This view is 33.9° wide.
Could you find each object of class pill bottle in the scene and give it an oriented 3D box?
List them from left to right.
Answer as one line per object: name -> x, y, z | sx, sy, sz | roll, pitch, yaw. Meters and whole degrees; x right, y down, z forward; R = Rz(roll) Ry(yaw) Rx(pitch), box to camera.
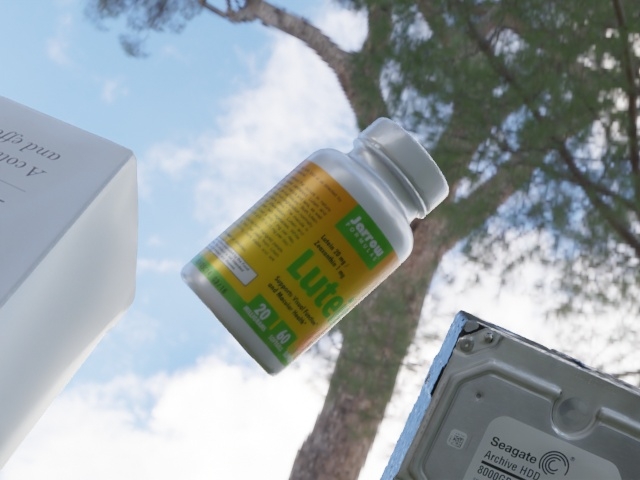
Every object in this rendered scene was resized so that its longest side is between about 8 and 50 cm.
pill bottle -> 0.000, 0.000, 0.996 | 0.136, 0.245, 0.136 | 47, -7, 8

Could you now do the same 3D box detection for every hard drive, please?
hard drive -> 0.157, 0.259, 0.898 | 0.237, 0.064, 0.339 | 25, -86, -3

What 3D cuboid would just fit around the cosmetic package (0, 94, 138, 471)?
cosmetic package -> -0.293, 0.016, 0.338 | 0.377, 0.284, 0.097 | 22, -40, 10
